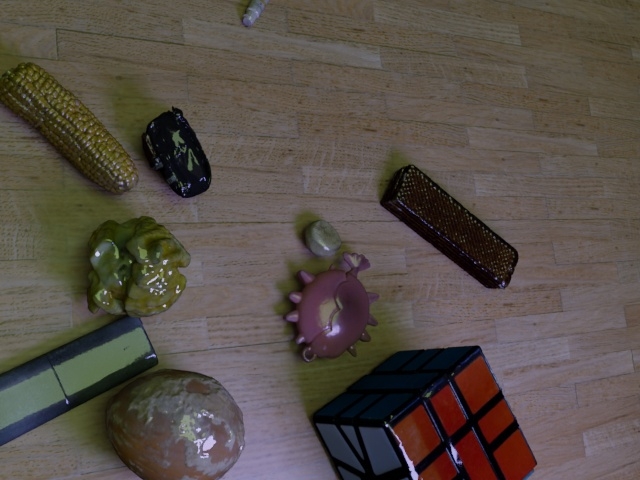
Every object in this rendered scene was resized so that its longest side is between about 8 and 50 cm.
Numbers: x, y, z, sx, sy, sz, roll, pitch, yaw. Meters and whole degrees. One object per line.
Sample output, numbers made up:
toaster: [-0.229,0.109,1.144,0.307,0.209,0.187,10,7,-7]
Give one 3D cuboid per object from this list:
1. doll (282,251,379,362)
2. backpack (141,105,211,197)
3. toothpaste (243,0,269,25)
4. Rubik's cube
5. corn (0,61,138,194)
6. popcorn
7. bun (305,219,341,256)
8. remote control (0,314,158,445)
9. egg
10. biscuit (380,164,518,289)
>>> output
doll: [0.031,0.139,1.430,0.211,0.093,0.262,30,67,-18]
backpack: [-0.275,-0.160,1.308,0.105,0.120,0.165,-23,92,-10]
toothpaste: [-0.123,-0.550,1.523,0.048,0.031,0.191,32,63,-17]
Rubik's cube: [0.201,0.400,1.363,0.283,0.288,0.294,-27,92,-32]
corn: [-0.443,-0.196,1.224,0.292,0.101,0.101,45,62,-13]
popcorn: [-0.327,0.049,1.207,0.187,0.167,0.186,13,95,13]
bun: [0.000,0.000,1.462,0.086,0.055,0.086,25,43,-26]
remote control: [-0.462,0.248,1.152,0.377,0.044,0.107,-26,96,-31]
egg: [-0.246,0.322,1.171,0.245,0.203,0.204,25,68,-24]
biscuit: [0.316,-0.025,1.640,0.388,0.073,0.107,36,66,-18]
